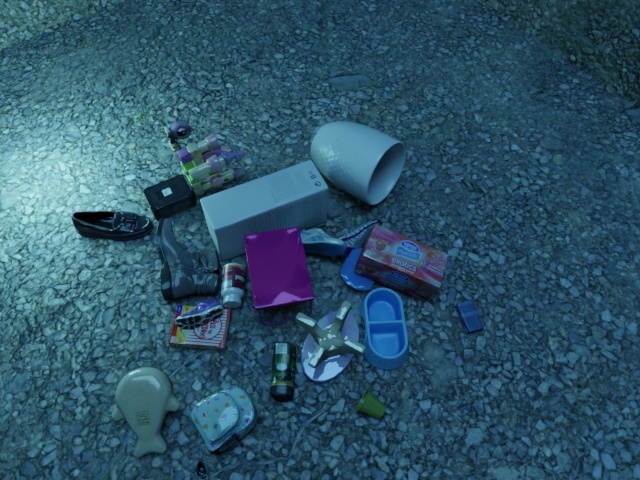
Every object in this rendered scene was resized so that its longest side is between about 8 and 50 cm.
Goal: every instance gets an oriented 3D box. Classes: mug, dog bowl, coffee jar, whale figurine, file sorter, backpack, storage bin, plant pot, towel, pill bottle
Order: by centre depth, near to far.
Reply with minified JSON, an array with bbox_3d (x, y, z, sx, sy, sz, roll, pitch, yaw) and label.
[{"bbox_3d":[-0.298,0.554,1.682,0.188,0.144,0.166,-28,57,-21],"label":"backpack"},{"bbox_3d":[-0.552,0.542,1.709,0.216,0.141,0.272,-10,83,-7],"label":"whale figurine"},{"bbox_3d":[0.170,0.542,1.740,0.079,0.083,0.083,32,62,4],"label":"plant pot"},{"bbox_3d":[-0.123,0.440,1.781,0.079,0.096,0.185,1,59,3],"label":"coffee jar"},{"bbox_3d":[0.227,0.301,1.887,0.165,0.074,0.297,-2,58,-2],"label":"dog bowl"},{"bbox_3d":[-0.151,0.132,1.921,0.202,0.182,0.291,-9,60,-8],"label":"file sorter"},{"bbox_3d":[0.540,0.277,1.934,0.067,0.029,0.120,-11,58,-8],"label":"towel"},{"bbox_3d":[-0.320,0.166,1.953,0.086,0.086,0.152,-2,59,-2],"label":"pill bottle"},{"bbox_3d":[-0.609,-0.174,2.161,0.180,0.084,0.122,-25,62,-17],"label":"storage bin"},{"bbox_3d":[0.163,-0.350,2.203,0.328,0.276,0.374,31,32,25],"label":"mug"}]

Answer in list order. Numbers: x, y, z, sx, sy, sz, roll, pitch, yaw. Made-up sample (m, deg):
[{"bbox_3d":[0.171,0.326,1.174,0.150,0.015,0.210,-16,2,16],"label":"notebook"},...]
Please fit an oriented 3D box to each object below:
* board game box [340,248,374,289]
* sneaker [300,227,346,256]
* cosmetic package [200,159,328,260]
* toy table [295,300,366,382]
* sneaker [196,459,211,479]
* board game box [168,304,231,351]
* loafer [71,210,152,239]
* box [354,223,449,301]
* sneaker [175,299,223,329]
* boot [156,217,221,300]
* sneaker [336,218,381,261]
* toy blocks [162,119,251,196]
[{"bbox_3d":[0.151,0.113,2.019,0.133,0.033,0.169,29,64,5],"label":"board game box"},{"bbox_3d":[0.000,0.000,2.025,0.228,0.087,0.092,6,53,33],"label":"sneaker"},{"bbox_3d":[-0.206,-0.114,2.047,0.453,0.230,0.162,-22,60,-15],"label":"cosmetic package"},{"bbox_3d":[0.033,0.336,1.812,0.252,0.161,0.274,15,60,9],"label":"toy table"},{"bbox_3d":[-0.357,0.717,1.619,0.038,0.069,0.098,-21,61,-13],"label":"sneaker"},{"bbox_3d":[-0.422,0.310,1.886,0.193,0.045,0.147,4,58,1],"label":"board game box"},{"bbox_3d":[-0.817,-0.068,2.083,0.302,0.095,0.109,0,58,-1],"label":"loafer"},{"bbox_3d":[0.296,0.083,1.958,0.299,0.142,0.154,24,59,1],"label":"box"},{"bbox_3d":[-0.426,0.256,1.865,0.169,0.068,0.071,-17,44,-21],"label":"sneaker"},{"bbox_3d":[-0.493,0.062,2.013,0.222,0.118,0.338,-9,70,-10],"label":"boot"},{"bbox_3d":[0.154,0.001,2.084,0.223,0.083,0.098,-27,82,-11],"label":"sneaker"},{"bbox_3d":[-0.425,-0.327,2.145,0.260,0.289,0.309,-28,60,-13],"label":"toy blocks"}]
